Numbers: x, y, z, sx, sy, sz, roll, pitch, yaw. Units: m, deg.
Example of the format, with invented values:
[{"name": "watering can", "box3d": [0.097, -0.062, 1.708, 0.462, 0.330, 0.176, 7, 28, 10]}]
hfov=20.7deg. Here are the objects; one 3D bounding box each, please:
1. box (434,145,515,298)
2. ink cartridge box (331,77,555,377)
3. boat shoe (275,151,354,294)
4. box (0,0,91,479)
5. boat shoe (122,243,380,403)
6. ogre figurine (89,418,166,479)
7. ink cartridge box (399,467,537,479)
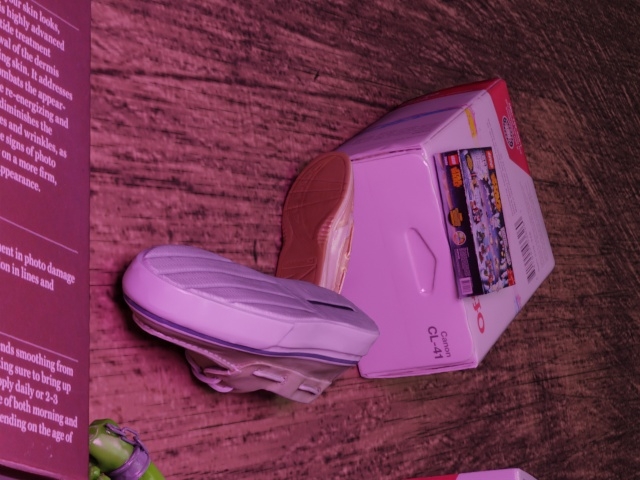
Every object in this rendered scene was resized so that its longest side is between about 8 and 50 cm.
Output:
[{"name": "box", "box3d": [0.146, -0.018, 1.638, 0.094, 0.027, 0.137, -13, 93, -66]}, {"name": "ink cartridge box", "box3d": [0.120, -0.019, 1.770, 0.306, 0.131, 0.226, -36, 113, -62]}, {"name": "boat shoe", "box3d": [0.000, 0.000, 1.587, 0.059, 0.063, 0.170, 54, 44, -49]}, {"name": "box", "box3d": [-0.233, -0.052, 0.985, 0.191, 0.143, 0.381, 32, 54, -59]}, {"name": "boat shoe", "box3d": [-0.056, 0.079, 1.377, 0.302, 0.109, 0.094, 19, 106, -55]}, {"name": "ogre figurine", "box3d": [-0.128, 0.228, 1.169, 0.118, 0.097, 0.197, 28, 38, -39]}, {"name": "ink cartridge box", "box3d": [0.147, 0.318, 1.697, 0.072, 0.127, 0.175, 36, 49, -61]}]
